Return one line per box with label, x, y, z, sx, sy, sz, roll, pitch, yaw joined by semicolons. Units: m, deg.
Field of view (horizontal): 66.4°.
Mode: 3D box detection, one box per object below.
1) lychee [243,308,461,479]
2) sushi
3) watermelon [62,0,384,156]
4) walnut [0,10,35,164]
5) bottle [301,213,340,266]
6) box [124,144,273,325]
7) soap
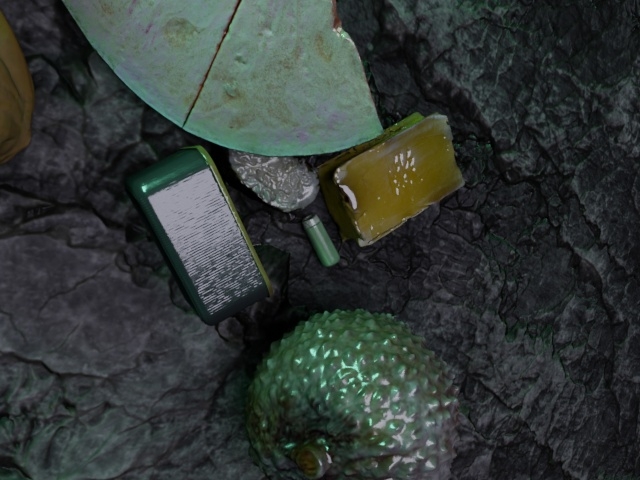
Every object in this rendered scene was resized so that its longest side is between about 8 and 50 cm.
lychee;0.049;0.230;0.654;0.300;0.300;0.300;-5;99;-30
sushi;-0.076;-0.097;0.662;0.150;0.078;0.090;34;86;-30
watermelon;-0.090;-0.269;0.567;0.222;0.319;0.292;-68;148;-47
walnut;-0.373;-0.151;0.401;0.261;0.225;0.225;29;82;-29
bottle;0.000;0.000;0.748;0.030;0.030;0.083;-36;112;-21
box;-0.152;-0.005;0.595;0.090;0.144;0.201;-30;112;-19
soap;0.116;-0.102;0.775;0.233;0.076;0.135;-32;113;-24
